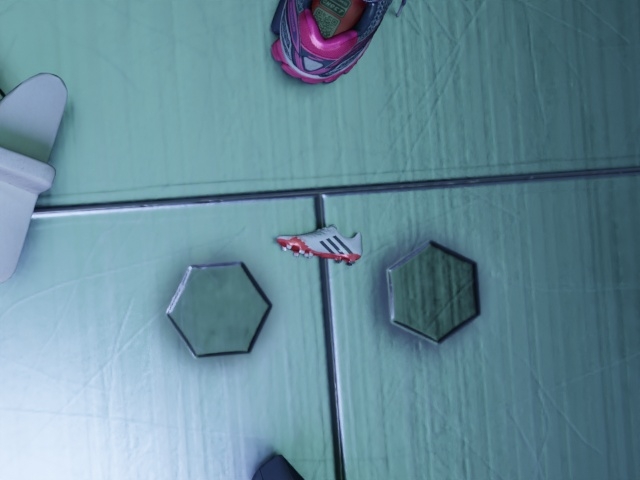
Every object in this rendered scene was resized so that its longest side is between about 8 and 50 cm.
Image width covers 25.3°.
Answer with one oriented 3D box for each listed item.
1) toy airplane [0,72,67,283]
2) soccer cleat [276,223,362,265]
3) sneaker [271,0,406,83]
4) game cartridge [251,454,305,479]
[{"bbox_3d":[-0.407,-0.102,1.171,0.386,0.272,0.384,-37,116,-44],"label":"toy airplane"},{"bbox_3d":[0.000,0.000,1.337,0.083,0.029,0.035,11,79,-11],"label":"soccer cleat"},{"bbox_3d":[0.054,-0.284,1.307,0.121,0.112,0.299,21,85,-8],"label":"sneaker"},{"bbox_3d":[0.046,0.323,1.252,0.062,0.198,0.297,-41,94,-8],"label":"game cartridge"}]
